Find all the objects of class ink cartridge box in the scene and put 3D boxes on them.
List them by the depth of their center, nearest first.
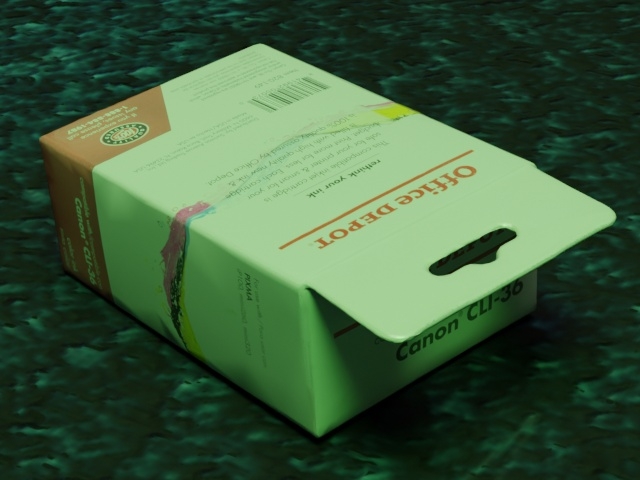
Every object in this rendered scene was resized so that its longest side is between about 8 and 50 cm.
[{"bbox_3d":[0.000,0.000,0.594,0.115,0.067,0.198,-27,38,-32],"label":"ink cartridge box"}]
